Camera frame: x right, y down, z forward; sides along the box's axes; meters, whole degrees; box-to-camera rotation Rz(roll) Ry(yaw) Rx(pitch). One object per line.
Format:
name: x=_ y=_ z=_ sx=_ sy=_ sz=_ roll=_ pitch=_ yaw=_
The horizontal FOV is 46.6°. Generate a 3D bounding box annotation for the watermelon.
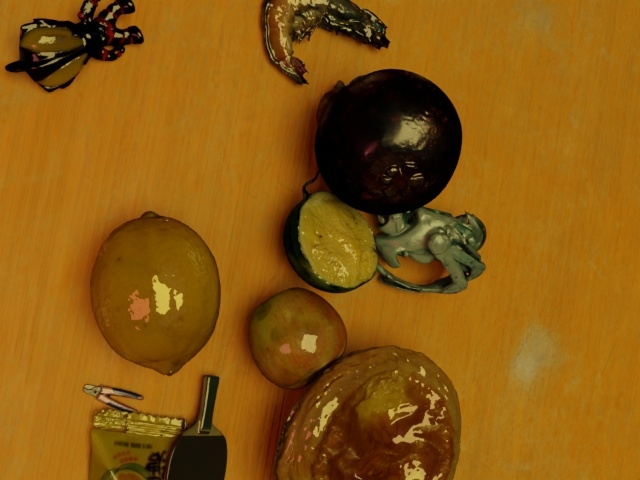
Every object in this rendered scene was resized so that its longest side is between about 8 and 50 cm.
watermelon: x=0.004 y=0.007 z=1.505 sx=0.232 sy=0.127 sz=0.204 roll=48 pitch=47 yaw=-12

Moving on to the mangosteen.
mangosteen: x=0.133 y=-0.195 z=1.476 sx=0.297 sy=0.313 sz=0.297 roll=0 pitch=104 yaw=1

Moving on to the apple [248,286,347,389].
apple: x=-0.049 y=0.188 z=1.452 sx=0.196 sy=0.196 sz=0.196 roll=0 pitch=91 yaw=-26

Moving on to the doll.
doll: x=-0.435 y=-0.350 z=1.314 sx=0.249 sy=0.088 sz=0.127 roll=-28 pitch=103 yaw=-26

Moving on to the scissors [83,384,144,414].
scissors: x=-0.388 y=0.292 z=1.387 sx=0.113 sy=0.012 sz=0.039 roll=26 pitch=80 yaw=-24

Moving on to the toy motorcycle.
toy motorcycle: x=0.226 y=0.015 z=1.614 sx=0.260 sy=0.154 sz=0.206 roll=14 pitch=105 yaw=-10

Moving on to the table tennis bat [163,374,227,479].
table tennis bat: x=-0.232 y=0.398 z=1.435 sx=0.154 sy=0.021 sz=0.274 roll=18 pitch=76 yaw=-50

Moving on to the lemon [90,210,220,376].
lemon: x=-0.289 y=0.090 z=1.314 sx=0.236 sy=0.236 sz=0.263 roll=20 pitch=89 yaw=-25

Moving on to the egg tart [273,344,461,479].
egg tart: x=0.087 y=0.422 z=1.521 sx=0.443 sy=0.178 sz=0.443 roll=-5 pitch=100 yaw=-29

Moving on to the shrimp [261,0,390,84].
shrimp: x=0.010 y=-0.420 z=1.543 sx=0.290 sy=0.054 sz=0.222 roll=16 pitch=83 yaw=-22

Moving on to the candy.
candy: x=-0.355 y=0.469 z=1.372 sx=0.187 sy=0.081 sz=0.297 roll=15 pitch=74 yaw=-26
